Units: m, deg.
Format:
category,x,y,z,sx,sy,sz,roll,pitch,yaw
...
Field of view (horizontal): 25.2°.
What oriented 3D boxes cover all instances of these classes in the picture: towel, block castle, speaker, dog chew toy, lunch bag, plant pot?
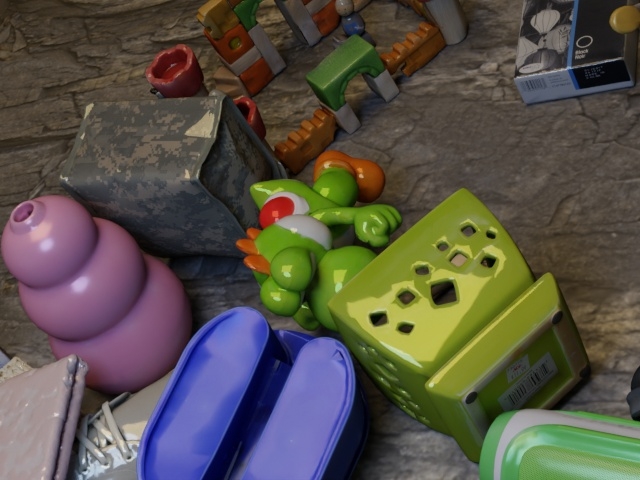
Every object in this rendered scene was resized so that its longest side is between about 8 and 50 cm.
category,x,y,z,sx,sy,sz,roll,pitch,yaw
towel,-0.450,0.323,1.833,0.332,0.053,0.317,-22,43,26
block castle,-0.028,-0.320,2.218,0.453,0.213,0.303,-40,43,-6
speaker,0.325,0.260,1.540,0.296,0.131,0.131,6,56,36
dog chew toy,-0.316,0.065,1.957,0.206,0.332,0.207,-17,46,18
lunch bag,-0.186,-0.070,2.037,0.235,0.287,0.169,0,59,27
plant pot,0.180,0.115,1.698,0.228,0.227,0.207,-41,50,-8

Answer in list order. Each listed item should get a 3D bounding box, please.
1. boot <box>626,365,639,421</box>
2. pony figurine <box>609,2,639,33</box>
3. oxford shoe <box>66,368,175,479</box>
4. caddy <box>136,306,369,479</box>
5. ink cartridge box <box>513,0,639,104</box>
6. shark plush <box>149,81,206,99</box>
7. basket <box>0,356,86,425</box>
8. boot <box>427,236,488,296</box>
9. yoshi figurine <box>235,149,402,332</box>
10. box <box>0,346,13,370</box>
category,x,y,z,sx,sy,sz,roll,pitch,yaw
boot,0.485,-0.034,1.609,0.367,0.146,0.445,-13,64,10
pony figurine,0.550,-0.342,1.815,0.363,0.303,0.351,-16,14,-39
oxford shoe,-0.283,0.289,1.874,0.449,0.130,0.169,-37,41,0
caddy,-0.080,0.251,1.755,0.241,0.179,0.341,21,66,13
ink cartridge box,0.383,-0.349,2.104,0.165,0.065,0.333,-9,47,25
shark plush,-0.259,-0.238,2.391,0.161,0.067,0.073,-7,49,26
basket,-0.402,0.251,2.005,0.103,0.113,0.167,-47,44,-17
boot,0.199,0.039,1.881,0.087,0.042,0.118,21,65,39
yoshi figurine,0.019,0.020,1.861,0.203,0.204,0.362,-11,20,13
box,-0.512,0.185,2.064,0.114,0.203,0.103,-44,43,-11
